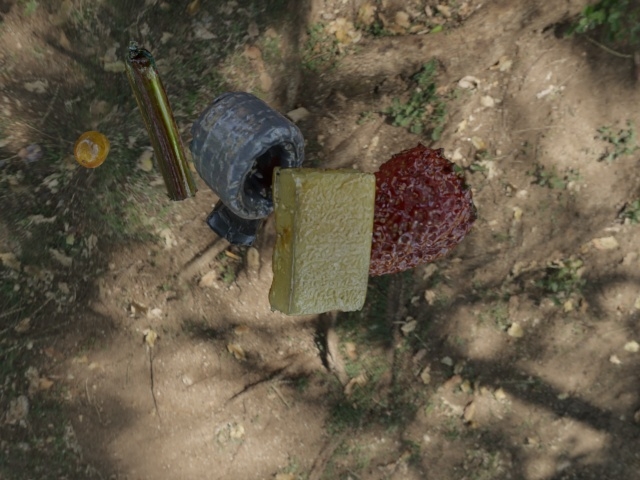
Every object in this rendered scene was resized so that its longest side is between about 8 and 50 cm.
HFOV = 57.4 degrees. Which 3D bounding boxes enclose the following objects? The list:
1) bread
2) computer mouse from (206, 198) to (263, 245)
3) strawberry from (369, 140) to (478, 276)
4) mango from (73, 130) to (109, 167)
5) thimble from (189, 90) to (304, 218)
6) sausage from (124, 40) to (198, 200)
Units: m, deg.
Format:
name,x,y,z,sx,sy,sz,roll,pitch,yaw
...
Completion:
name,x,y,z,sx,sy,sz,roll,pitch,yaw
bread,0.000,0.000,1.117,0.184,0.114,0.275,-3,101,-30
computer mouse,-0.228,-0.085,1.640,0.147,0.088,0.264,32,45,-15
strawberry,0.182,-0.063,1.368,0.343,0.292,0.292,-29,108,-5
mango,-0.366,-0.149,0.946,0.046,0.089,0.060,16,114,-2
thimble,-0.146,-0.171,1.172,0.205,0.172,0.236,-44,154,-8
sausage,-0.367,-0.270,1.335,0.082,0.082,0.372,-22,123,-17
